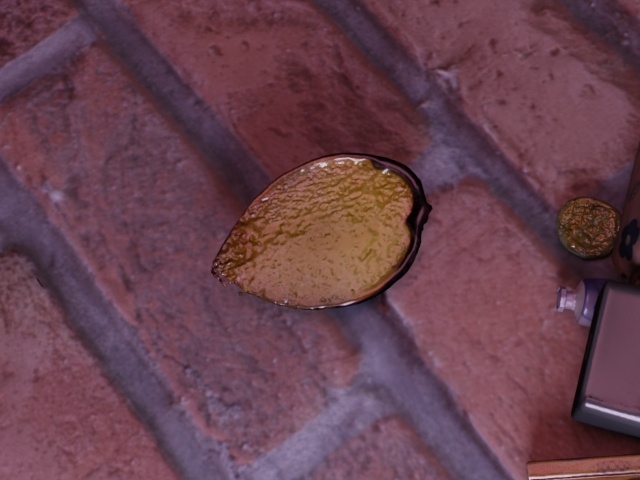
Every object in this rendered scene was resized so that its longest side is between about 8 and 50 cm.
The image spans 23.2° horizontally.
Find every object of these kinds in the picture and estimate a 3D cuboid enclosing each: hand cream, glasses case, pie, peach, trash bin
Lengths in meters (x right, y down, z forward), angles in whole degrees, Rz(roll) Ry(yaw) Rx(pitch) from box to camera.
[{"bbox_3d":[0.349,0.076,1.839,0.142,0.053,0.084,7,65,1],"label":"hand cream"},{"bbox_3d":[0.317,0.263,1.745,0.170,0.064,0.041,-4,75,7],"label":"glasses case"},{"bbox_3d":[0.325,-0.015,1.897,0.084,0.021,0.084,-2,68,5],"label":"pie"},{"bbox_3d":[0.002,0.001,1.915,0.279,0.068,0.189,-17,72,-1],"label":"peach"},{"bbox_3d":[0.413,0.151,1.744,0.236,0.101,0.176,14,76,6],"label":"trash bin"}]

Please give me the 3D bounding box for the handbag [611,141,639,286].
[{"bbox_3d":[0.459,-0.065,1.793,0.190,0.193,0.251,18,66,5],"label":"handbag"}]
